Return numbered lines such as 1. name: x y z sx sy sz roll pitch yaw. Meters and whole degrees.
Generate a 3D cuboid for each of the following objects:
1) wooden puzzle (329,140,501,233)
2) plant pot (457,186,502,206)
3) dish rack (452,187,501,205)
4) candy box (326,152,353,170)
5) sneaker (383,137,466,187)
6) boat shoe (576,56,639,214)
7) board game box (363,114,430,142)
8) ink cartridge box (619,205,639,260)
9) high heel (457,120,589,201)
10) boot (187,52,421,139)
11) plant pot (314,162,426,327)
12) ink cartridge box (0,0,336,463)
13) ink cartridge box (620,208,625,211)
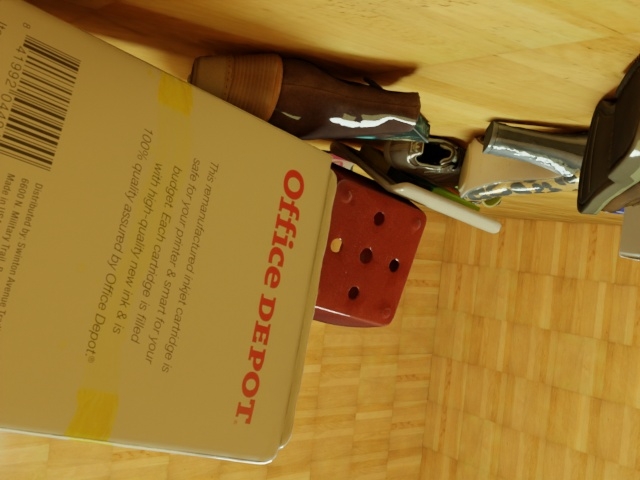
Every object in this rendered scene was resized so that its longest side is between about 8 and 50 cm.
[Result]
1. wooden puzzle: 0.152 -0.095 1.200 0.221 0.044 0.239 18 -167 -32
2. plant pot: 0.270 -0.108 1.289 0.079 0.083 0.083 23 -168 40
3. dish rack: 0.267 -0.108 1.479 0.208 0.074 0.271 7 -179 24
4. candy box: -0.030 -0.139 1.507 0.159 0.071 0.233 7 -179 -8
5. sneaker: 0.182 -0.114 1.092 0.189 0.066 0.071 5 180 -37
6. boat shoe: 0.295 -0.074 0.647 0.105 0.110 0.307 7 -179 10
7. board game box: 0.054 -0.144 0.879 0.126 0.026 0.186 7 -179 17
8. ink cartridge box: 0.435 -0.043 0.851 0.209 0.152 0.087 6 -179 -43
9. high heel: 0.286 -0.085 0.984 0.186 0.093 0.261 12 172 1
10. boot: -0.032 -0.119 0.745 0.207 0.090 0.248 8 177 -13
11. plant pot: 0.000 0.000 1.139 0.267 0.267 0.236 19 179 -35
12. ink cartridge box: -0.195 0.005 0.577 0.385 0.279 0.160 22 162 -38
13. ink cartridge box: 0.636 -0.072 1.246 0.304 0.072 0.307 7 179 20
